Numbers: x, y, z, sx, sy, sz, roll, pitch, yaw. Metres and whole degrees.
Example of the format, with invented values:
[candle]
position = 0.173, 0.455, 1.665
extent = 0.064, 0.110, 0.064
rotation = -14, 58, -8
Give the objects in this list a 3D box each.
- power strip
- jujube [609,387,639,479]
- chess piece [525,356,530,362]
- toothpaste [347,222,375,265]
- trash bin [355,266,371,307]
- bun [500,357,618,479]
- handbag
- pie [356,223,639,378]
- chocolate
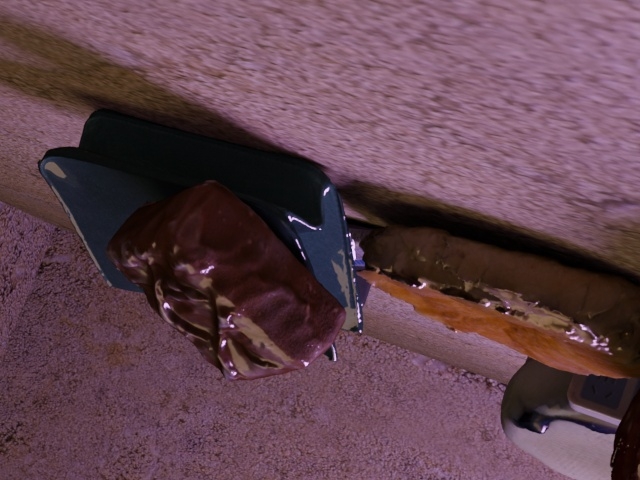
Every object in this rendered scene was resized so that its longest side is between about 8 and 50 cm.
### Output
[power strip]
position = 0.408, 0.170, 1.159
extent = 0.270, 0.118, 0.046
rotation = 18, 162, 25
[jujube]
position = 0.391, 0.225, 0.920
extent = 0.276, 0.276, 0.377
rotation = 19, 146, 14
[chess piece]
position = 0.468, 0.236, 1.595
extent = 0.307, 0.124, 0.139
rotation = 20, 142, -30
[toothpaste]
position = 0.000, 0.000, 1.294
extent = 0.299, 0.073, 0.114
rotation = 7, 163, 28
[trash bin]
position = -0.054, 0.024, 1.486
extent = 0.236, 0.101, 0.176
rotation = 19, 172, -12
[bun]
position = 0.380, 0.202, 1.345
extent = 0.283, 0.179, 0.283
rotation = 17, 153, 9
[handbag]
position = -0.120, -0.006, 1.101
extent = 0.326, 0.089, 0.238
rotation = 15, 141, 28
[pie]
position = 0.194, 0.063, 1.093
extent = 0.339, 0.083, 0.339
rotation = 18, 172, 3
[chocolate]
position = -0.089, 0.050, 0.985
extent = 0.214, 0.093, 0.148
rotation = 49, 146, -21
